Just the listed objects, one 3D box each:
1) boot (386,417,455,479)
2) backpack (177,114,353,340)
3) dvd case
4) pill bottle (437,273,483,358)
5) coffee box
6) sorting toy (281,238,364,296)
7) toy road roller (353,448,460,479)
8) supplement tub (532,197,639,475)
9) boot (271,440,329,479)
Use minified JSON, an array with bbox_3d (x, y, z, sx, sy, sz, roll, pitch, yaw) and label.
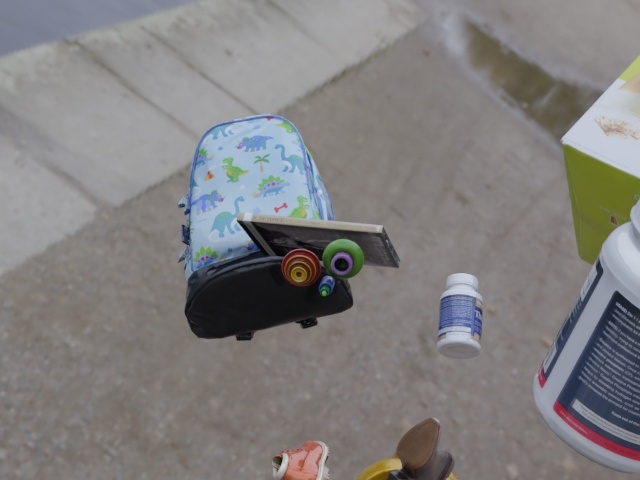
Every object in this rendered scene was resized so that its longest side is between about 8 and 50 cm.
[{"bbox_3d":[0.122,0.245,1.472,0.087,0.118,0.042,8,33,-48],"label":"boot"},{"bbox_3d":[-0.104,-0.041,2.253,0.355,0.290,0.273,-87,163,-52],"label":"backpack"},{"bbox_3d":[0.000,0.000,1.981,0.221,0.018,0.164,5,-18,15],"label":"dvd case"},{"bbox_3d":[0.213,0.114,1.993,0.067,0.067,0.120,25,57,-31],"label":"pill bottle"},{"bbox_3d":[0.665,-0.104,2.302,0.337,0.334,0.338,31,-24,35],"label":"coffee box"},{"bbox_3d":[0.003,0.037,1.599,0.042,0.102,0.061,-72,150,-70],"label":"sorting toy"},{"bbox_3d":[0.188,0.438,1.958,0.329,0.202,0.240,25,15,-11],"label":"toy road roller"},{"bbox_3d":[0.363,0.099,1.416,0.191,0.272,0.191,17,28,-9],"label":"supplement tub"},{"bbox_3d":[-0.033,0.337,2.012,0.084,0.059,0.158,23,11,-6],"label":"boot"}]
